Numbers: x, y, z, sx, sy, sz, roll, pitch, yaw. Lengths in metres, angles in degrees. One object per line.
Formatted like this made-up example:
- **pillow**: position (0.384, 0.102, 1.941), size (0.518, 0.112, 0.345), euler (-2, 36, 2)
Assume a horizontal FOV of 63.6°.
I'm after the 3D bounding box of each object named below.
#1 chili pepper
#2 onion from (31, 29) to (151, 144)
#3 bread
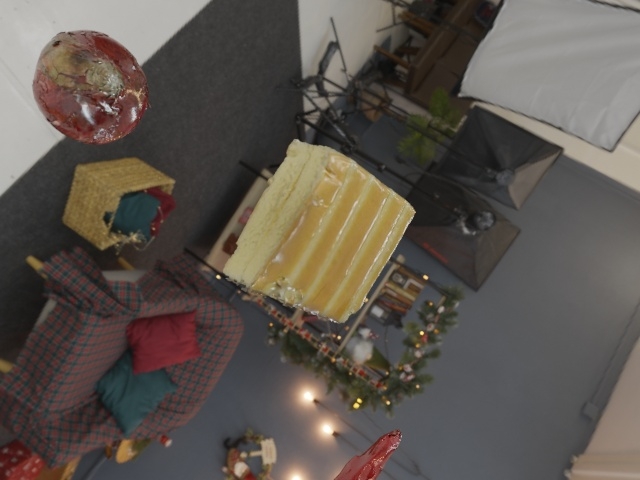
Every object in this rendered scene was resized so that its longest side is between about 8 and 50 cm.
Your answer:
- **chili pepper**: position (0.120, 0.745, 1.632), size (0.387, 0.110, 0.110), euler (-47, 166, -5)
- **onion**: position (-0.346, -0.242, 0.811), size (0.184, 0.147, 0.183), euler (-6, 99, -47)
- **bread**: position (0.000, 0.000, 0.801), size (0.239, 0.111, 0.245), euler (28, 91, -46)
